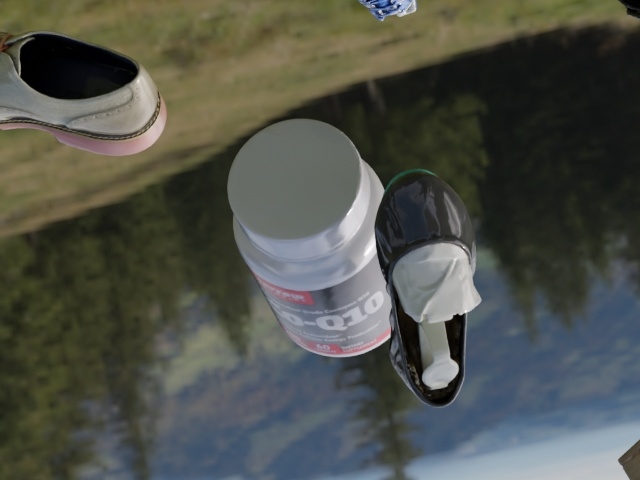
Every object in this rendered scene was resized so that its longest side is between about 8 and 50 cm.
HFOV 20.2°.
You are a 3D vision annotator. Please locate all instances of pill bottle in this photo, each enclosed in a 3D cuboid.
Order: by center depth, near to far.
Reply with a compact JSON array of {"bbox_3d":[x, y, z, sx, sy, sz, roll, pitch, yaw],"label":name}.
[{"bbox_3d":[0.000,0.000,1.859,0.161,0.161,0.283,-13,154,6],"label":"pill bottle"}]

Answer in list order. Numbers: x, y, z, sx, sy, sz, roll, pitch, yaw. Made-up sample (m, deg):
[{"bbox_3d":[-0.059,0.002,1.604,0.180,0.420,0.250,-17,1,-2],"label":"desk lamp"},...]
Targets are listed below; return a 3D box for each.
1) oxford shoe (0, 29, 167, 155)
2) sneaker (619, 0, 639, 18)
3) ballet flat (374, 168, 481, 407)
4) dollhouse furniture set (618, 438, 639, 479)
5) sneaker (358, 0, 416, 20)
[{"bbox_3d":[-0.381,-0.208,2.133,0.397,0.140,0.146,7,155,4],"label":"oxford shoe"},{"bbox_3d":[0.326,-0.275,1.660,0.147,0.104,0.296,-31,-176,9],"label":"sneaker"},{"bbox_3d":[0.110,0.057,1.700,0.095,0.096,0.280,-14,137,-4],"label":"ballet flat"},{"bbox_3d":[0.507,0.264,1.754,0.303,0.286,0.198,0,143,-51],"label":"dollhouse furniture set"},{"bbox_3d":[0.081,-0.322,2.256,0.080,0.081,0.211,-19,-178,23],"label":"sneaker"}]
